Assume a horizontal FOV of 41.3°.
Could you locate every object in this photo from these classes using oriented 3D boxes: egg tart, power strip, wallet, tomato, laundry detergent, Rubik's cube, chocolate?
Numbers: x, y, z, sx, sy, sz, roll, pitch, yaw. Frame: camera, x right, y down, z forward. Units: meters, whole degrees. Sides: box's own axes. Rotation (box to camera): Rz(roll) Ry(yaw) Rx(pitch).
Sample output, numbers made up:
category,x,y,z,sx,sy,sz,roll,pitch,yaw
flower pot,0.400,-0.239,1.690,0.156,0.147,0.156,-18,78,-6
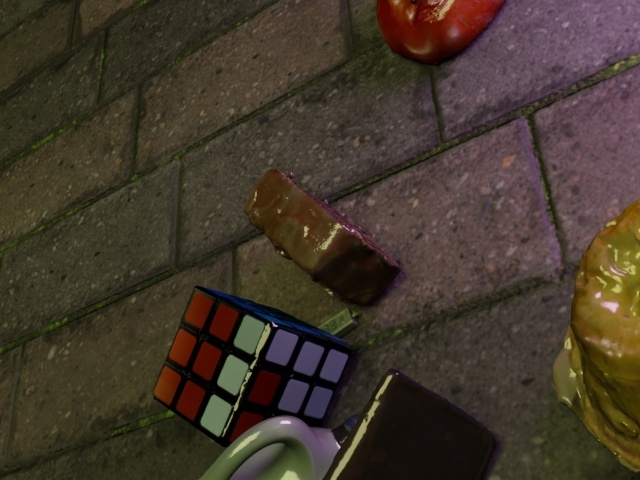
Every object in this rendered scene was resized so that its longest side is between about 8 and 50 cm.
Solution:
category,x,y,z,sx,sy,sz,roll,pitch,yaw
egg tart,0.342,0.060,0.780,0.341,0.129,0.341,-38,37,36
power strip,0.018,0.118,1.136,0.083,0.017,0.027,-37,48,18
wallet,0.056,0.302,0.898,0.310,0.165,0.042,-59,18,-6
tomato,0.171,-0.378,1.259,0.228,0.101,0.228,-19,57,32
laundry detergent,-0.043,0.282,0.945,0.280,0.215,0.105,-43,40,7
Rubik's cube,-0.086,0.165,1.077,0.160,0.162,0.163,20,85,44
chocolate,0.000,0.000,1.134,0.093,0.148,0.214,-53,42,8
